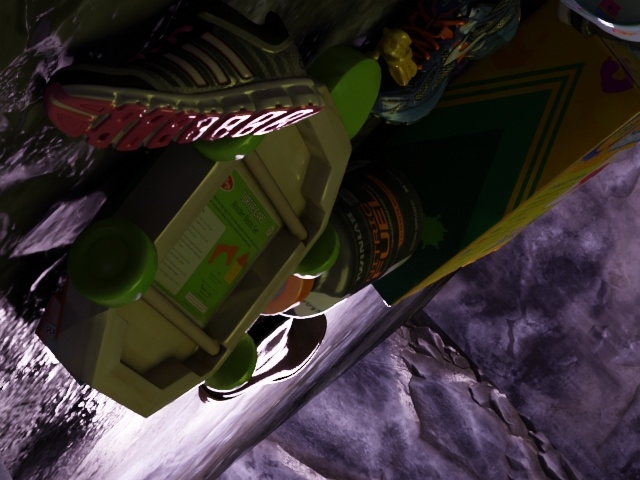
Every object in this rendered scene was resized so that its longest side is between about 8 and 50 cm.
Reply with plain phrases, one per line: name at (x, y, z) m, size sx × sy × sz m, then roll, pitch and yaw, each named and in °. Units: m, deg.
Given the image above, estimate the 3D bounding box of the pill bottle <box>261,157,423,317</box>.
pill bottle at (0.000, 0.000, 1.136) m, size 0.130 × 0.130 × 0.246 m, roll -49°, pitch 169°, yaw 29°

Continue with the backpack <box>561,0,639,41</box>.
backpack at (0.228, -0.246, 0.845) m, size 0.166 × 0.188 × 0.144 m, roll -45°, pitch 170°, yaw 12°

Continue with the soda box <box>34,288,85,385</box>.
soda box at (-0.144, 0.044, 0.939) m, size 0.183 × 0.063 × 0.058 m, roll -34°, pitch 165°, yaw -45°

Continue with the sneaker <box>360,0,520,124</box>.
sneaker at (0.096, -0.181, 0.967) m, size 0.221 × 0.083 × 0.087 m, roll -44°, pitch 158°, yaw -31°

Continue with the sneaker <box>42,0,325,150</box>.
sneaker at (-0.079, -0.097, 0.637) m, size 0.170 × 0.074 × 0.063 m, roll -9°, pitch 169°, yaw -34°

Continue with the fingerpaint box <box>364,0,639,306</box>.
fingerpaint box at (0.249, -0.125, 1.396) m, size 0.371 × 0.163 × 0.445 m, roll -40°, pitch 171°, yaw 26°

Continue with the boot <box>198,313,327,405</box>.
boot at (-0.058, 0.137, 1.589) m, size 0.248 × 0.090 × 0.207 m, roll -33°, pitch 168°, yaw -31°

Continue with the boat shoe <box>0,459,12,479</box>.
boat shoe at (-0.292, 0.183, 0.816) m, size 0.094 × 0.109 × 0.302 m, roll -40°, pitch 172°, yaw -12°

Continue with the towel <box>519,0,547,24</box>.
towel at (0.227, -0.264, 1.236) m, size 0.148 × 0.027 × 0.110 m, roll -48°, pitch 168°, yaw 23°

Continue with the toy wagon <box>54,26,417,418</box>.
toy wagon at (-0.052, -0.025, 0.846) m, size 0.344 × 0.068 × 0.267 m, roll -54°, pitch 159°, yaw -10°

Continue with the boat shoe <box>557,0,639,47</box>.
boat shoe at (0.363, -0.298, 1.130) m, size 0.335 × 0.095 × 0.112 m, roll -44°, pitch 155°, yaw -26°
